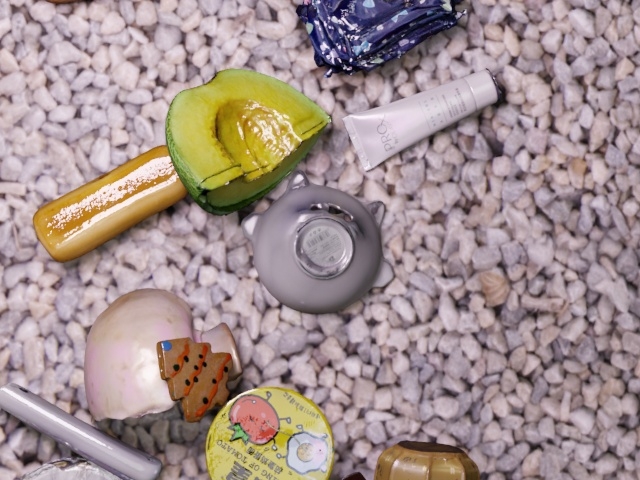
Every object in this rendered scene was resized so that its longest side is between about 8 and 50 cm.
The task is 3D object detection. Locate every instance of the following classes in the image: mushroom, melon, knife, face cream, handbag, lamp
[{"bbox_3d":[-0.243,0.156,1.314,0.236,0.162,0.173,-15,91,-9],"label":"mushroom"},{"bbox_3d":[-0.137,-0.148,1.356,0.265,0.129,0.169,-34,74,-35],"label":"melon"},{"bbox_3d":[-0.356,0.286,1.343,0.265,0.073,0.041,29,93,-2],"label":"knife"},{"bbox_3d":[0.162,-0.200,1.431,0.243,0.058,0.092,-24,95,-1],"label":"face cream"},{"bbox_3d":[0.097,-0.360,1.400,0.260,0.113,0.162,-30,98,-14],"label":"handbag"},{"bbox_3d":[0.154,0.399,1.352,0.161,0.161,0.185,5,87,-6],"label":"lamp"}]

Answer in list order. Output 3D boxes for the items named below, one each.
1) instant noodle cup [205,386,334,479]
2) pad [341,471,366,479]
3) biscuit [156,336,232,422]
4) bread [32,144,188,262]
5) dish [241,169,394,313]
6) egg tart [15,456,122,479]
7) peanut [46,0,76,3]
[{"bbox_3d":[-0.078,0.300,1.336,0.182,0.144,0.182,0,86,-7],"label":"instant noodle cup"},{"bbox_3d":[-0.039,0.433,1.329,0.267,0.181,0.004,-35,61,-6],"label":"pad"},{"bbox_3d":[-0.177,0.182,1.253,0.130,0.019,0.119,43,51,-22],"label":"biscuit"},{"bbox_3d":[-0.307,-0.054,1.359,0.239,0.074,0.093,-29,75,-8],"label":"bread"},{"bbox_3d":[0.000,0.000,1.385,0.236,0.086,0.228,-3,88,-7],"label":"dish"},{"bbox_3d":[-0.365,0.436,1.324,0.234,0.094,0.234,0,90,-7],"label":"egg tart"},{"bbox_3d":[-0.366,-0.401,1.368,0.152,0.076,0.076,-14,89,-12],"label":"peanut"}]
